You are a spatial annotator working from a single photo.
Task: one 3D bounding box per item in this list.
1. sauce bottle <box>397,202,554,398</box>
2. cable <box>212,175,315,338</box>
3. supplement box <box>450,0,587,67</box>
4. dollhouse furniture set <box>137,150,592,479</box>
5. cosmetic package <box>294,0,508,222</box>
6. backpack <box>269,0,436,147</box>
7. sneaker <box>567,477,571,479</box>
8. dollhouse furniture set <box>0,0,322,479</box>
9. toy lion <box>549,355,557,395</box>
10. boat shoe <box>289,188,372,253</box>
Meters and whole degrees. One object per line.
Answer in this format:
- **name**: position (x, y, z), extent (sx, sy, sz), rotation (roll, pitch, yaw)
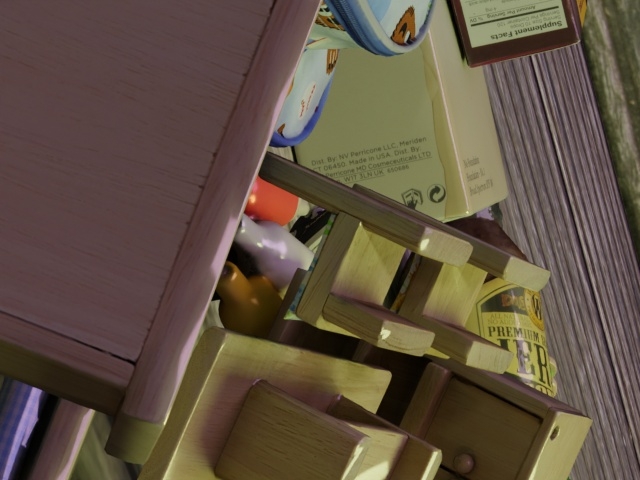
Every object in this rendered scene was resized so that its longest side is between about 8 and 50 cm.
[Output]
- **sauce bottle**: position (0.112, 0.078, 1.392), extent (0.111, 0.111, 0.344), rotation (44, 37, -63)
- **cable**: position (-0.064, -0.023, 0.915), extent (0.287, 0.072, 0.139), rotation (42, 43, -66)
- **supplement box**: position (0.120, -0.226, 1.276), extent (0.104, 0.081, 0.188), rotation (-67, 143, -64)
- **dollhouse furniture set**: position (-0.011, 0.079, 0.831), extent (0.242, 0.161, 0.212), rotation (19, 96, -59)
- **cosmetic package**: position (0.033, -0.163, 1.287), extent (0.160, 0.113, 0.309), rotation (-26, 105, -73)
- **backpack**: position (-0.052, -0.167, 0.734), extent (0.263, 0.213, 0.276), rotation (72, 32, -64)
- **sneaker**: position (0.134, 0.225, 1.124), extent (0.343, 0.146, 0.134), rotation (-108, -172, -65)
- **dollhouse furniture set**: position (-0.152, 0.042, 0.593), extent (0.303, 0.198, 0.286), rotation (120, -10, -67)
- **toy lion**: position (0.133, 0.113, 1.504), extent (0.034, 0.096, 0.100), rotation (-81, -166, -51)
- **boat shoe**: position (0.000, 0.000, 1.085), extent (0.125, 0.046, 0.038), rotation (125, -45, -53)
